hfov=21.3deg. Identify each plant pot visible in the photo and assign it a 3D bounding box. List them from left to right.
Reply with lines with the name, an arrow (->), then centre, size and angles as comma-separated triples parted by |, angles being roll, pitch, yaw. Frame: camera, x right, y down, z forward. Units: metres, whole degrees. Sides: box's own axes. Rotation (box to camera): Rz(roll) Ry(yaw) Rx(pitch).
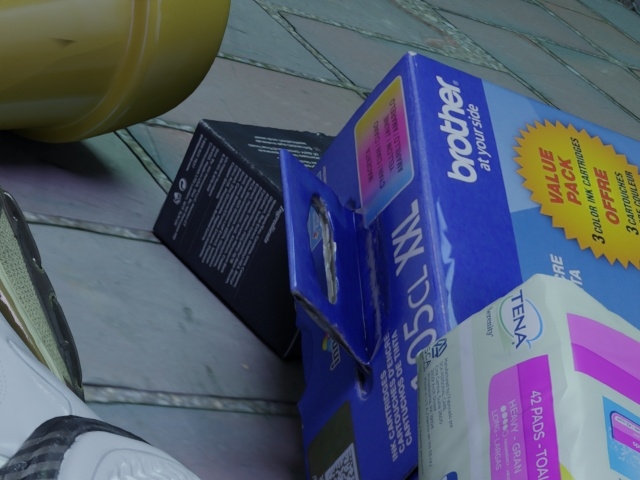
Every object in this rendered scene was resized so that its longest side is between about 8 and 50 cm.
plant pot -> -0.227, -0.171, 1.107 | 0.254, 0.254, 0.239 | 36, 38, 24

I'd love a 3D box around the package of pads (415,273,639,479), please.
package of pads -> 0.170, 0.180, 0.713 | 0.296, 0.101, 0.229 | 33, 37, -28

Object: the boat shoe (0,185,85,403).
boat shoe -> -0.182, 0.009, 0.846 | 0.223, 0.080, 0.073 | 63, 7, 9

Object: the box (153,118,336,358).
box -> 0.000, 0.000, 1.148 | 0.156, 0.093, 0.158 | 4, 29, -46

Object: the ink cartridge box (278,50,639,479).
ink cartridge box -> 0.135, 0.068, 0.954 | 0.395, 0.151, 0.270 | 17, 44, -23

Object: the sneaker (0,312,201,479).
sneaker -> -0.214, 0.083, 0.615 | 0.210, 0.137, 0.366 | 39, 18, 33
